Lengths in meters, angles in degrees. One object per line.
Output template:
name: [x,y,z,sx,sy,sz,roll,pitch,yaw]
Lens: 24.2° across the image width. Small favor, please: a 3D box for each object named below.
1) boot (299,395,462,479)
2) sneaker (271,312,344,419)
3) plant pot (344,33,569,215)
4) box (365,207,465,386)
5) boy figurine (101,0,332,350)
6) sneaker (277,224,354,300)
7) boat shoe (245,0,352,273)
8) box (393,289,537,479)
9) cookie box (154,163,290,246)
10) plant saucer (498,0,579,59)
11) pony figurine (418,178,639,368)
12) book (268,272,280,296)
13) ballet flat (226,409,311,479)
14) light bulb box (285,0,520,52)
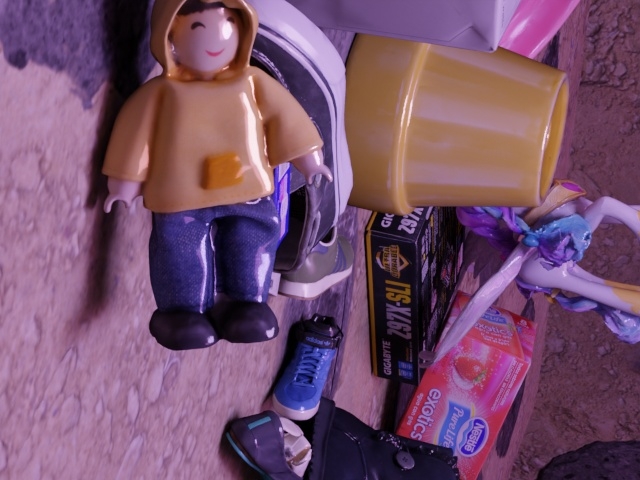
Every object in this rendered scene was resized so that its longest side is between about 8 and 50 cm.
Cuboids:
boot: [0.067,0.302,1.758,0.246,0.207,0.094,-78,-167,-57]
sneaker: [-0.014,0.137,1.697,0.152,0.058,0.085,-56,160,-63]
plant pot: [0.164,-0.143,1.782,0.254,0.239,0.254,11,90,-75]
box: [0.142,0.012,2.135,0.322,0.079,0.257,85,21,-48]
boy figurine: [-0.076,-0.067,1.124,0.092,0.177,0.285,-135,-136,-71]
sneaker: [0.000,0.000,1.625,0.192,0.064,0.086,-41,141,-69]
boat shoe: [-0.039,-0.081,1.287,0.335,0.121,0.119,66,37,-55]
box: [0.213,0.252,2.316,0.154,0.142,0.300,-59,172,-66]
cookie box: [-0.081,-0.046,1.222,0.040,0.107,0.092,-59,157,-55]
plant saucer: [0.260,-0.332,2.069,0.332,0.084,0.332,-41,162,-17]
pony figurine: [0.301,0.014,2.040,0.303,0.363,0.351,-71,-179,-47]
book: [-0.061,0.000,1.476,0.144,0.035,0.096,34,66,-74]
ballet flat: [-0.045,0.233,1.625,0.203,0.074,0.074,66,39,-62]
light bulb box: [0.113,-0.424,1.398,0.361,0.225,0.358,-60,156,-50]
